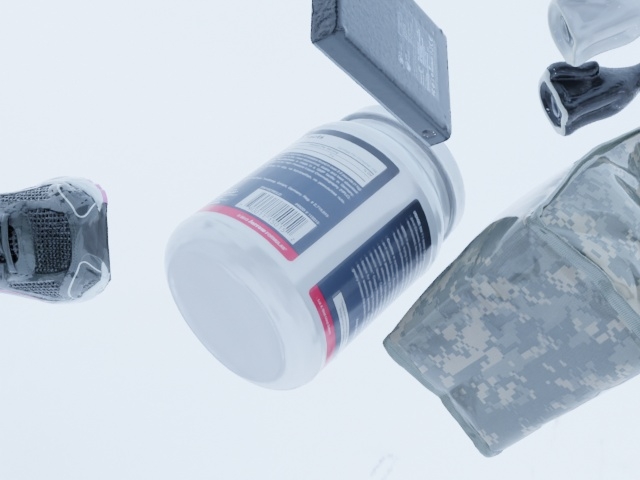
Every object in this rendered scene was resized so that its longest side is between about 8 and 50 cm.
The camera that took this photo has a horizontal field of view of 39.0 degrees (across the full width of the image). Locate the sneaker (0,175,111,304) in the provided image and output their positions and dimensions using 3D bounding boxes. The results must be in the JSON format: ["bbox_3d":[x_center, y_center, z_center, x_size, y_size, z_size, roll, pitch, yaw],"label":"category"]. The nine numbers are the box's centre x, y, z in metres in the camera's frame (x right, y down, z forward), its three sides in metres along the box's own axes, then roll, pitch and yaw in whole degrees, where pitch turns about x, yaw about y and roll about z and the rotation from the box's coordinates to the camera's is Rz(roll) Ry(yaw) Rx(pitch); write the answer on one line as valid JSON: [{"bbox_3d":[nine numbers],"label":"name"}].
[{"bbox_3d":[-0.188,0.005,0.489,0.178,0.072,0.077,-4,-176,38],"label":"sneaker"}]

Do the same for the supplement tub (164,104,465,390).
[{"bbox_3d":[0.000,0.000,0.897,0.191,0.272,0.191,30,141,28],"label":"supplement tub"}]

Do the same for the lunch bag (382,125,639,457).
[{"bbox_3d":[0.230,0.023,0.802,0.169,0.287,0.235,46,138,5],"label":"lunch bag"}]

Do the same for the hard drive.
[{"bbox_3d":[0.042,-0.133,0.591,0.022,0.094,0.135,-17,147,32],"label":"hard drive"}]

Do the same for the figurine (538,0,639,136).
[{"bbox_3d":[0.393,-0.249,1.138,0.209,0.092,0.215,-18,146,-4],"label":"figurine"}]
